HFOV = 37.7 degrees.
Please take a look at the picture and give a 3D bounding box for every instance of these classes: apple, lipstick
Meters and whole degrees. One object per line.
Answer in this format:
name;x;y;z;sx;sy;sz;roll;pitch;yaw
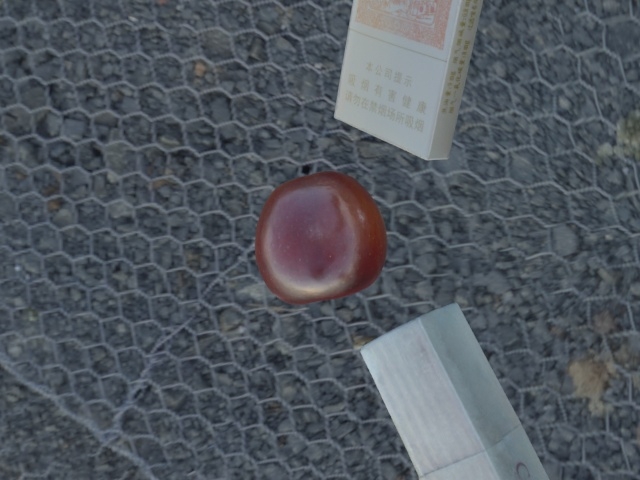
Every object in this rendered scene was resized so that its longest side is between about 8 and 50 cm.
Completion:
apple;0.000;0.000;1.514;0.218;0.218;0.201;-20;82;18
lipstick;0.157;0.238;0.800;0.080;0.076;0.371;-33;78;37

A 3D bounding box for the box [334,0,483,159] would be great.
box;0.124;-0.310;1.244;0.205;0.051;0.365;32;120;45
